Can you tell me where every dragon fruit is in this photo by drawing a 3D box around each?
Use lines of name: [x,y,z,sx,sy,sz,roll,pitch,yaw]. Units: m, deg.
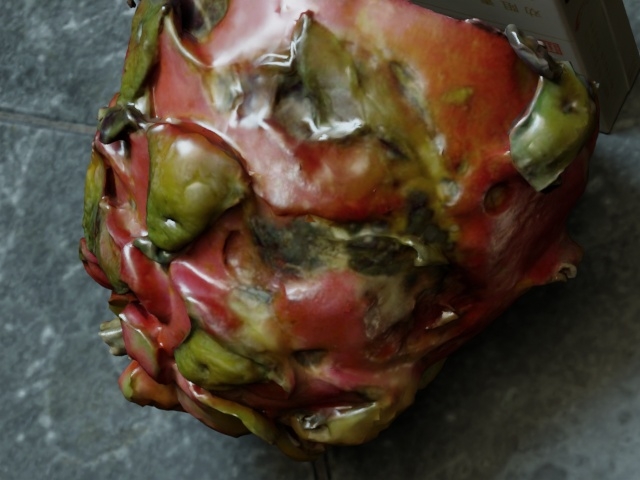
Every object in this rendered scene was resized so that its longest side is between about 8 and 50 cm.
dragon fruit: [0.000,0.000,0.800,0.296,0.314,0.263,17,91,3]

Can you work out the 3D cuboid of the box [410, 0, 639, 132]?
box: [0.111,-0.149,0.835,0.141,0.201,0.058,20,77,29]
